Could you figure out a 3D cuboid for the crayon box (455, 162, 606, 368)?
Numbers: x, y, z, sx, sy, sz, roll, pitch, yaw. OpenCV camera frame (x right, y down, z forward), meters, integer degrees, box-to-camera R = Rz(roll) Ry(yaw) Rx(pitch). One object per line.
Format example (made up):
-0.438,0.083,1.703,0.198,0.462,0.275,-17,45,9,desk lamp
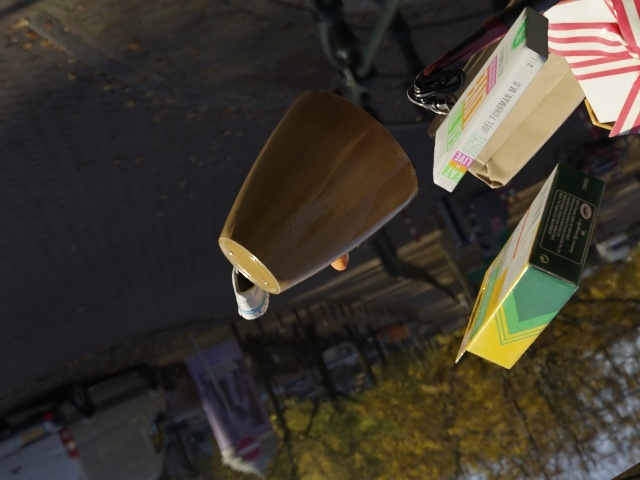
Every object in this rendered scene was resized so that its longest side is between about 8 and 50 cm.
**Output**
0.322,0.058,1.457,0.323,0.083,0.203,111,4,-56,crayon box

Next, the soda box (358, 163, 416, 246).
0.094,-0.071,1.594,0.169,0.053,0.060,-48,161,-29,soda box

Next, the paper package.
0.358,-0.304,1.558,0.309,0.168,0.325,-53,-178,45,paper package

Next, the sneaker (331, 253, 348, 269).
0.000,0.000,1.738,0.064,0.175,0.067,22,-117,42,sneaker

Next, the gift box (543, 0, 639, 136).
0.432,-0.298,1.219,0.276,0.258,0.255,-9,138,41,gift box

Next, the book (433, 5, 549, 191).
0.148,-0.120,0.809,0.144,0.035,0.096,-57,-173,34,book

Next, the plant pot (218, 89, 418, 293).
-0.025,-0.051,1.396,0.254,0.237,0.237,-49,179,-18,plant pot

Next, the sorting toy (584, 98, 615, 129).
0.547,-0.389,1.948,0.196,0.348,0.047,-5,156,-42,sorting toy

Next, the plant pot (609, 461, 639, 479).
0.362,0.275,0.874,0.187,0.188,0.167,-14,171,-39,plant pot

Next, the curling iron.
0.219,-0.239,1.089,0.274,0.068,0.035,-36,157,17,curling iron

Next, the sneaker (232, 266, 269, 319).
-0.129,0.045,1.732,0.071,0.191,0.083,-12,140,8,sneaker
